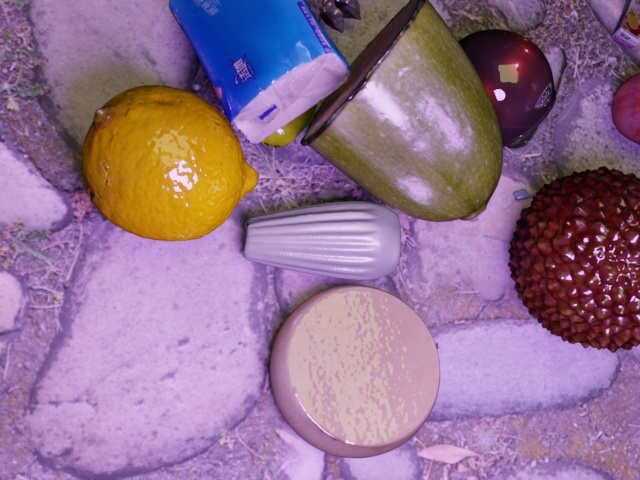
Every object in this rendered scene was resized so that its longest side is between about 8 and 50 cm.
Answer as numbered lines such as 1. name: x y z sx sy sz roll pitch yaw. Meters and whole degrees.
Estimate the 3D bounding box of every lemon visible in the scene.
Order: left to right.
1. lemon: -0.224 -0.108 1.349 0.254 0.228 0.228 29 66 -10

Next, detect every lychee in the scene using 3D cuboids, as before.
1. lychee: 0.459 0.033 1.491 0.306 0.330 0.305 0 99 0

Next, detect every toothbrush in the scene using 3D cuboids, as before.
1. toothbrush: 0.437 -0.104 1.680 0.193 0.013 0.019 -17 70 -21

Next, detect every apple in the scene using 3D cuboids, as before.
1. apple: 0.630 -0.249 1.732 0.154 0.120 0.153 3 73 -11

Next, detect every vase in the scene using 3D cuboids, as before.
1. vase: 0.000 0.000 1.448 0.248 0.128 0.128 1 72 -8

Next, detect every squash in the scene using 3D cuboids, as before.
1. squash: 0.178 -0.183 1.473 0.309 0.310 0.310 37 66 -9

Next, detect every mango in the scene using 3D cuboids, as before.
1. mango: -0.055 -0.228 1.527 0.091 0.074 0.165 27 67 -6

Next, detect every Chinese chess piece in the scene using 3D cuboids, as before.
1. Chinese chess piece: 0.054 0.202 1.409 0.273 0.102 0.273 5 71 -15

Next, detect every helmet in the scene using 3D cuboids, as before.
1. helmet: 0.308 -0.273 1.612 0.216 0.193 0.189 25 65 23

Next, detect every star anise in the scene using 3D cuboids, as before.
1. star anise: -0.008 -0.448 1.603 0.236 0.093 0.229 -13 78 -20

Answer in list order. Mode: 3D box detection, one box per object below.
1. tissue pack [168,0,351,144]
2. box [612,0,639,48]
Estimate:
1. tissue pack: -0.104 -0.320 1.442 0.209 0.137 0.269 -33 68 13
2. box: 0.651 -0.485 1.858 0.050 0.041 0.207 28 66 -4
